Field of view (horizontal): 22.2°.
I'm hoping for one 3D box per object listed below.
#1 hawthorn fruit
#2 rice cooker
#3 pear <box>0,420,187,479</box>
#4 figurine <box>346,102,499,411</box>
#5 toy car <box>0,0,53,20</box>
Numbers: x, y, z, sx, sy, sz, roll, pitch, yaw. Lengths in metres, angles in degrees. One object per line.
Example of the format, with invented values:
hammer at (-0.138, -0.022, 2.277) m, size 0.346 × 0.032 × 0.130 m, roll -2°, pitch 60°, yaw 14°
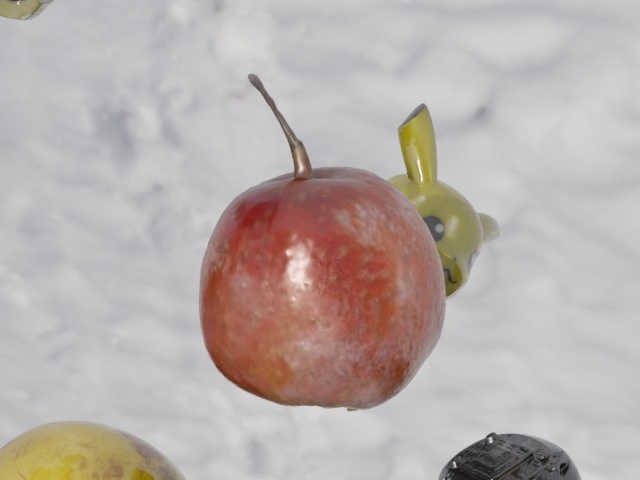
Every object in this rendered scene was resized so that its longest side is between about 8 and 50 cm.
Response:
hawthorn fruit at (0.006, 0.040, 1.502) m, size 0.235 × 0.231 × 0.263 m, roll 14°, pitch 140°, yaw -5°
rice cooker at (0.173, 0.231, 1.423) m, size 0.106 × 0.112 × 0.165 m, roll 63°, pitch 160°, yaw -13°
pear at (-0.275, 0.341, 1.900) m, size 0.280 × 0.281 × 0.281 m, roll 17°, pitch 162°, yaw 6°
figurine at (0.082, 0.037, 1.885) m, size 0.218 × 0.327 × 0.169 m, roll 42°, pitch -174°, yaw -39°
toy car at (-0.417, -0.320, 1.792) m, size 0.256 × 0.101 × 0.124 m, roll 39°, pitch 113°, yaw -15°
